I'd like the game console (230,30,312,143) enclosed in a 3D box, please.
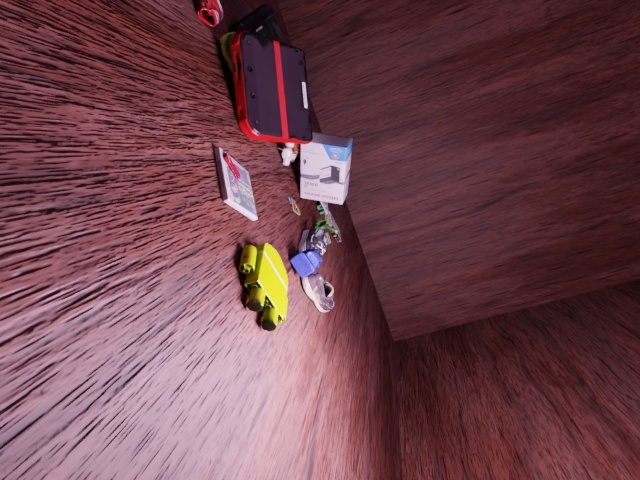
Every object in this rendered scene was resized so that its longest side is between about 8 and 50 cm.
[{"bbox_3d":[-0.175,-0.570,1.556,0.342,0.060,0.386,-8,94,-47],"label":"game console"}]

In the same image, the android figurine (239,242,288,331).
[{"bbox_3d":[-0.154,0.119,1.175,0.272,0.056,0.248,-92,160,-51],"label":"android figurine"}]

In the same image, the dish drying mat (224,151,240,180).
[{"bbox_3d":[-0.259,-0.218,1.204,0.032,0.008,0.083,-94,161,-50],"label":"dish drying mat"}]

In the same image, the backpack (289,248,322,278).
[{"bbox_3d":[-0.045,0.083,1.574,0.097,0.101,0.120,61,14,2],"label":"backpack"}]

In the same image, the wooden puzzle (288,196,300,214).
[{"bbox_3d":[-0.114,-0.156,1.857,0.116,0.014,0.078,25,48,-74],"label":"wooden puzzle"}]

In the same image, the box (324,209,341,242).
[{"bbox_3d":[0.081,-0.086,2.584,0.207,0.036,0.114,59,18,-48],"label":"box"}]

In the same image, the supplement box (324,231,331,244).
[{"bbox_3d":[0.000,0.000,1.976,0.083,0.083,0.056,-34,105,-78],"label":"supplement box"}]

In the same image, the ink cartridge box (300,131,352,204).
[{"bbox_3d":[0.024,-0.347,1.977,0.129,0.223,0.307,-66,163,-51],"label":"ink cartridge box"}]

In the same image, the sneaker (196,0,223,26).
[{"bbox_3d":[-0.402,-0.850,1.399,0.128,0.087,0.221,-97,163,-46],"label":"sneaker"}]

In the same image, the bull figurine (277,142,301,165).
[{"bbox_3d":[-0.143,-0.477,1.992,0.188,0.101,0.310,64,18,-63],"label":"bull figurine"}]

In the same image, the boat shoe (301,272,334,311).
[{"bbox_3d":[0.011,0.216,1.688,0.285,0.093,0.102,56,22,-51],"label":"boat shoe"}]

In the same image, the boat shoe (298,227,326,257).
[{"bbox_3d":[-0.025,0.032,1.770,0.301,0.102,0.108,-82,152,-64],"label":"boat shoe"}]

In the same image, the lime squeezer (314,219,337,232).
[{"bbox_3d":[0.013,-0.057,2.093,0.109,0.059,0.310,66,-13,3],"label":"lime squeezer"}]

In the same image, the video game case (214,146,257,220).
[{"bbox_3d":[-0.251,-0.166,1.231,0.190,0.022,0.173,41,33,-68],"label":"video game case"}]

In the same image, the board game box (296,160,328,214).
[{"bbox_3d":[-0.055,-0.402,2.396,0.389,0.051,0.389,61,17,-44],"label":"board game box"}]

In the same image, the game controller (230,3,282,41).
[{"bbox_3d":[-0.279,-0.932,1.836,0.319,0.067,0.166,-59,140,-36],"label":"game controller"}]

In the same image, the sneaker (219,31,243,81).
[{"bbox_3d":[-0.277,-0.650,1.573,0.109,0.124,0.295,-93,161,-53],"label":"sneaker"}]
